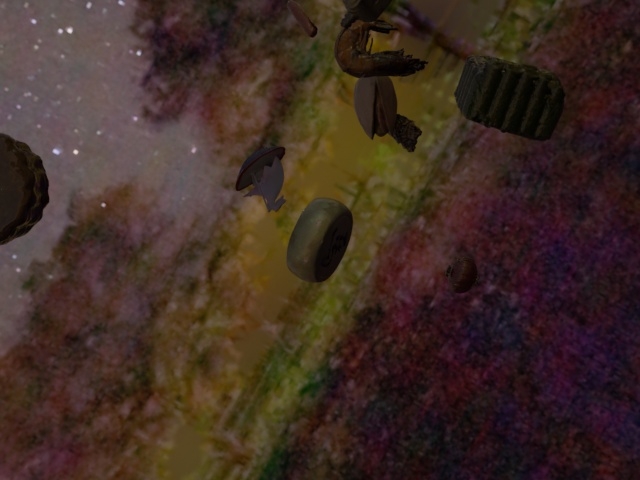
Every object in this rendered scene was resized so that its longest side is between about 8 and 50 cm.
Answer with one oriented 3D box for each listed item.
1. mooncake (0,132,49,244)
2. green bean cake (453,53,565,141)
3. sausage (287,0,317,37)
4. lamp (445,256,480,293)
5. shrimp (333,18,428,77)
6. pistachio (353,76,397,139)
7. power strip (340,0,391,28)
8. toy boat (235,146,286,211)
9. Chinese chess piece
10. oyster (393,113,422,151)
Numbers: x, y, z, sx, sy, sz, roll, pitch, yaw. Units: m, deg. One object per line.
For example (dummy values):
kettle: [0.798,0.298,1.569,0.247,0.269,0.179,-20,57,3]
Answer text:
mooncake: [-0.891,-0.138,2.002,0.324,0.324,0.187,-61,2,2]
green bean cake: [0.610,-0.484,2.445,0.319,0.335,0.218,-88,16,-64]
sausage: [-0.062,-0.723,2.446,0.040,0.177,0.047,-38,-28,10]
lamp: [0.378,0.093,2.006,0.101,0.090,0.101,16,-90,-75]
shrimp: [0.167,-0.544,2.129,0.075,0.289,0.178,163,102,-74]
pistachio: [0.169,-0.413,2.283,0.144,0.144,0.215,124,138,-71]
power strip: [0.165,-0.585,1.514,0.387,0.066,0.092,-51,-38,7]
toy boat: [-0.176,-0.223,2.550,0.219,0.072,0.318,-54,37,-4]
Chinese chess piece: [0.000,0.000,2.163,0.250,0.101,0.250,-53,-24,-37]
oyster: [0.243,-0.345,2.350,0.051,0.148,0.103,-33,-25,-38]
